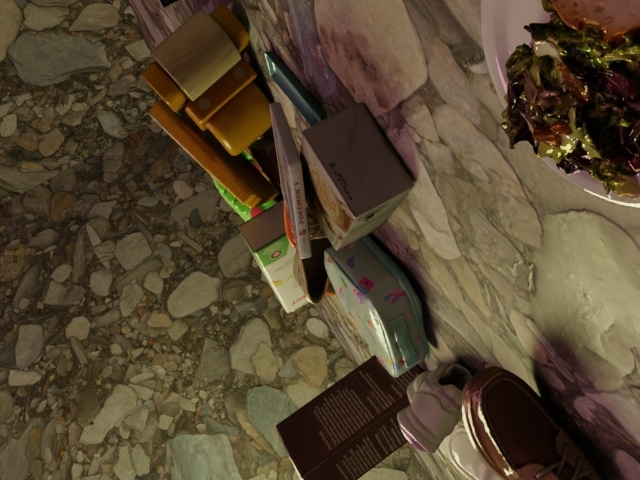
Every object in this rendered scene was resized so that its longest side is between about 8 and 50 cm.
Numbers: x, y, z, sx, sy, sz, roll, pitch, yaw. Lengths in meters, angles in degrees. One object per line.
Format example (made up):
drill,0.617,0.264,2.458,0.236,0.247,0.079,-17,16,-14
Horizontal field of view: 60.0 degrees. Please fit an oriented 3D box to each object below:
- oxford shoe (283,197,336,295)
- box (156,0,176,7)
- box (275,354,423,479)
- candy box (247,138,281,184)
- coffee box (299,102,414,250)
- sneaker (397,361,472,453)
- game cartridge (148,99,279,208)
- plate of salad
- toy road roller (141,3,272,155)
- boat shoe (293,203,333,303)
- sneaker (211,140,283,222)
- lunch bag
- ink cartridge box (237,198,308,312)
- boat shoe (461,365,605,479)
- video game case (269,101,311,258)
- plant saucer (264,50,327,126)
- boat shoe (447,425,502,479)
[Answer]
oxford shoe,-0.015,-0.034,1.251,0.132,0.130,0.363,-112,5,-48
box,-0.403,-0.698,1.237,0.169,0.087,0.290,53,169,30
box,0.098,0.450,1.391,0.143,0.381,0.191,64,169,-30
candy box,-0.141,-0.217,1.519,0.109,0.053,0.187,60,172,-20
coffee box,0.041,-0.084,0.849,0.141,0.098,0.246,60,171,7
sneaker,0.240,0.298,1.058,0.114,0.152,0.305,41,-170,10
game cartridge,-0.252,-0.215,1.400,0.324,0.052,0.285,43,-170,-2
plate of salad,0.160,-0.100,0.347,0.199,0.048,0.200,55,170,15
toy road roller,-0.208,-0.312,1.161,0.240,0.202,0.329,48,178,-10
boat shoe,0.000,0.000,1.133,0.089,0.105,0.285,-112,20,-51
sneaker,-0.232,-0.158,1.792,0.202,0.185,0.482,33,152,60
lunch bag,0.122,0.134,1.111,0.224,0.108,0.279,47,165,45
ink cartridge box,-0.064,0.032,1.455,0.117,0.201,0.278,51,169,41
boat shoe,0.303,0.299,0.710,0.324,0.123,0.116,53,164,-8
video game case,-0.051,-0.101,0.916,0.201,0.023,0.183,-109,10,-49
plant saucer,-0.041,-0.259,0.980,0.192,0.018,0.067,55,170,26
boat shoe,0.363,0.434,0.956,0.099,0.116,0.319,10,-163,-38
